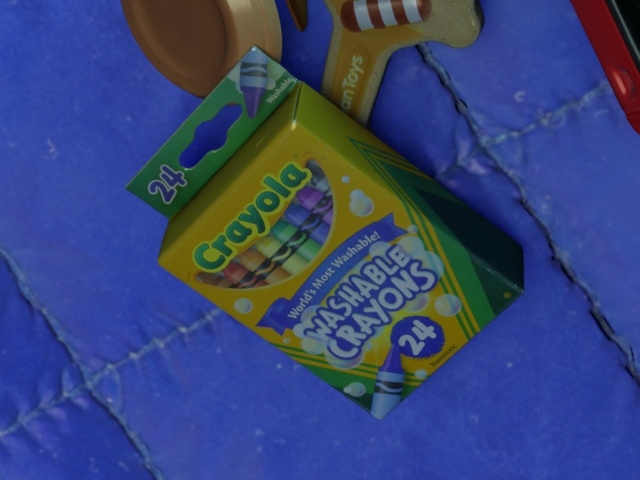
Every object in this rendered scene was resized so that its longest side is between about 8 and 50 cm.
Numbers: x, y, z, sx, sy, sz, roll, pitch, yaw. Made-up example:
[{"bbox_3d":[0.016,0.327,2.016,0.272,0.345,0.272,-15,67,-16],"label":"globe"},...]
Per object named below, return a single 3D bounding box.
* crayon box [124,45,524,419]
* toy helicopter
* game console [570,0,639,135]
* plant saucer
[{"bbox_3d":[0.000,0.000,1.719,0.323,0.083,0.203,36,119,-16],"label":"crayon box"},{"bbox_3d":[0.027,-0.203,1.689,0.235,0.140,0.355,18,119,5],"label":"toy helicopter"},{"bbox_3d":[0.343,-0.296,1.546,0.342,0.060,0.386,-29,98,-12],"label":"game console"},{"bbox_3d":[-0.118,-0.210,1.715,0.200,0.037,0.200,30,138,31],"label":"plant saucer"}]
